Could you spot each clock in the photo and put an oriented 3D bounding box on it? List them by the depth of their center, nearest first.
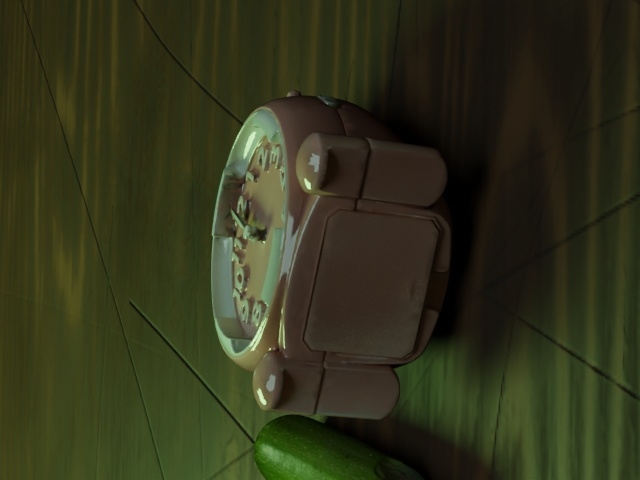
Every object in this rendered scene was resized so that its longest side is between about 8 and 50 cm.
[{"bbox_3d":[0.000,0.000,1.443,0.241,0.142,0.227,-140,58,-64],"label":"clock"}]

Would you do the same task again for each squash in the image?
[{"bbox_3d":[0.018,0.188,1.451,0.239,0.069,0.069,20,105,57],"label":"squash"}]
